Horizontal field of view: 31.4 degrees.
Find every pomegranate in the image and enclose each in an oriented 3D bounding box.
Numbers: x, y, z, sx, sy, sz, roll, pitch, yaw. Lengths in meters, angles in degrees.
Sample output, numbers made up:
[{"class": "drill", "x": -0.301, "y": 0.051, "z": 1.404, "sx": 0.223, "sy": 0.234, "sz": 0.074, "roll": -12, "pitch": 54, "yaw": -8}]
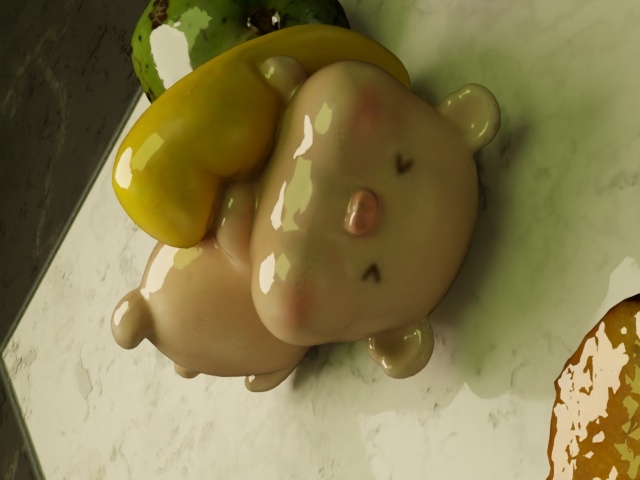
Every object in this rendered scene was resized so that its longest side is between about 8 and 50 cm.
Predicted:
[{"class": "pomegranate", "x": -0.076, "y": -0.165, "z": 1.104, "sx": 0.248, "sy": 0.214, "sz": 0.214, "roll": 117, "pitch": 158, "yaw": -72}]

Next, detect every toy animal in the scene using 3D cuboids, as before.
[{"class": "toy animal", "x": -0.014, "y": 0.002, "z": 0.899, "sx": 0.247, "sy": 0.277, "sz": 0.345, "roll": 36, "pitch": 106, "yaw": 32}]

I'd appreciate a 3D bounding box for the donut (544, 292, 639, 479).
[{"class": "donut", "x": 0.240, "y": 0.132, "z": 0.635, "sx": 0.253, "sy": 0.118, "sz": 0.253, "roll": -27, "pitch": 55, "yaw": 46}]
